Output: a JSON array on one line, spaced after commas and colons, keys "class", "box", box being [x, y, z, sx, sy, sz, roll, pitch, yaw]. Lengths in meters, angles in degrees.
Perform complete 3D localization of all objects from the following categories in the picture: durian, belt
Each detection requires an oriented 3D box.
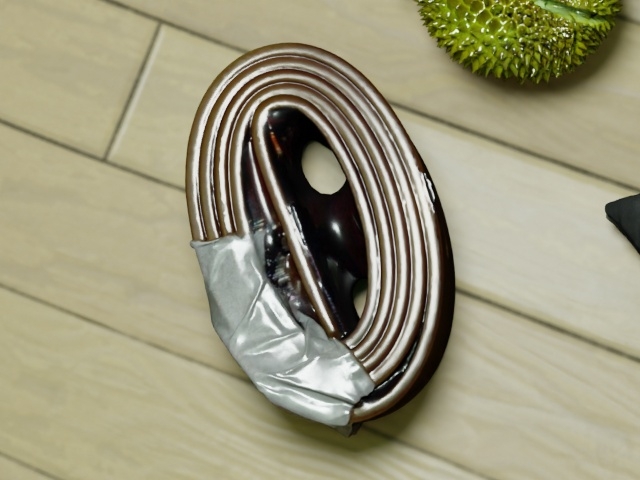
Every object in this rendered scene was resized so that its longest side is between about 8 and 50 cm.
[{"class": "durian", "box": [0.169, -0.211, 1.698, 0.198, 0.146, 0.159, -8, 82, 22]}, {"class": "belt", "box": [0.000, 0.000, 1.702, 0.217, 0.122, 0.339, -17, 78, 6]}]

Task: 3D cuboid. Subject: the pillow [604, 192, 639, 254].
[{"class": "pillow", "box": [0.387, -0.011, 1.639, 0.250, 0.106, 0.186, -27, 61, 2]}]
